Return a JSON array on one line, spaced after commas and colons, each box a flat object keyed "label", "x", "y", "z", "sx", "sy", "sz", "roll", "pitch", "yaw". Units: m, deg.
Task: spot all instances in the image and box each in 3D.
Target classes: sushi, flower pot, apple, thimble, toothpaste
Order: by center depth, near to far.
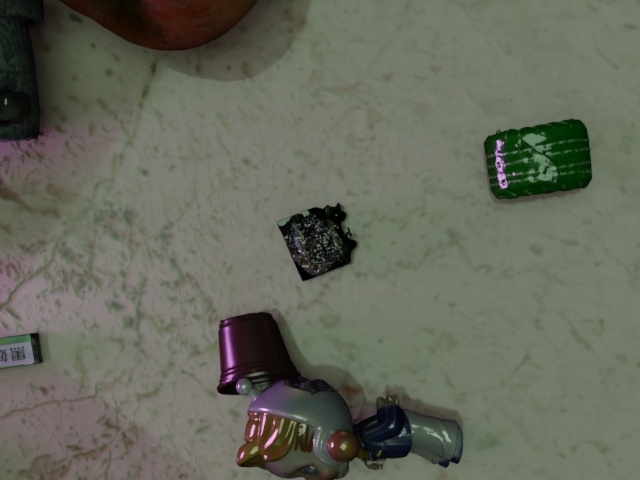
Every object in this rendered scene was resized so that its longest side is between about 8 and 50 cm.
[{"label": "apple", "x": -0.198, "y": -0.411, "z": 1.609, "sx": 0.338, "sy": 0.338, "sz": 0.305, "roll": 25, "pitch": 71, "yaw": 6}, {"label": "flower pot", "x": -0.485, "y": -0.256, "z": 1.639, "sx": 0.299, "sy": 0.299, "sz": 0.283, "roll": -3, "pitch": 93, "yaw": 6}, {"label": "thimble", "x": 0.268, "y": -0.100, "z": 1.646, "sx": 0.130, "sy": 0.118, "sz": 0.090, "roll": -8, "pitch": 92, "yaw": 33}, {"label": "flower pot", "x": -0.086, "y": 0.142, "z": 1.693, "sx": 0.111, "sy": 0.111, "sz": 0.089, "roll": -13, "pitch": 73, "yaw": 6}, {"label": "sushi", "x": 0.000, "y": 0.000, "z": 1.701, "sx": 0.084, "sy": 0.056, "sz": 0.083, "roll": -21, "pitch": 87, "yaw": 7}, {"label": "toothpaste", "x": -0.462, "y": 0.155, "z": 1.760, "sx": 0.178, "sy": 0.037, "sz": 0.043, "roll": -8, "pitch": 87, "yaw": 6}]

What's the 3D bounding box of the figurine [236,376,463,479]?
[{"label": "figurine", "x": 0.037, "y": 0.236, "z": 1.629, "sx": 0.274, "sy": 0.194, "sz": 0.133, "roll": -1, "pitch": 78, "yaw": 8}]
